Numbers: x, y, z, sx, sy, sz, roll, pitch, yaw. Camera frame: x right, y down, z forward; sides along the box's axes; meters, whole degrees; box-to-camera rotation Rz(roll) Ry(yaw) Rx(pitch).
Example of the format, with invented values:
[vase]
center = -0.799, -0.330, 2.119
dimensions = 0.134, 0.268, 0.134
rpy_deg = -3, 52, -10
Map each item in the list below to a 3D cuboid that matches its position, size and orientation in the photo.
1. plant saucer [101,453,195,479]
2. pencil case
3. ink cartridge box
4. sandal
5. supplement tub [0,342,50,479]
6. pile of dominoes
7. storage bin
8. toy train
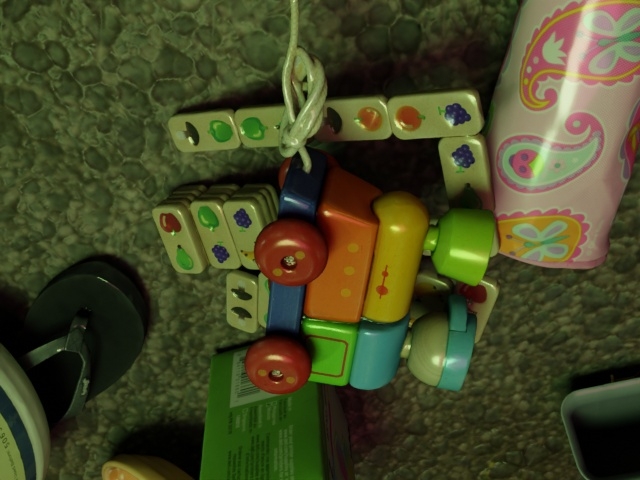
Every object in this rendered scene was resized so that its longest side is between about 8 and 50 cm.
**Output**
[plant saucer]
center = -0.119, 0.268, 0.717
dimensions = 0.200, 0.037, 0.200
rpy_deg = 31, 141, 29
[pencil case]
center = 0.169, -0.119, 0.514
dimensions = 0.124, 0.124, 0.284
rpy_deg = 8, 120, -6
[ink cartridge box]
center = -0.011, 0.234, 0.669
dimensions = 0.097, 0.189, 0.255
rpy_deg = -16, 120, 6
[sandal]
center = -0.233, 0.122, 0.676
dimensions = 0.097, 0.054, 0.254
rpy_deg = 35, 113, -19
[supplement tub]
center = -0.369, 0.203, 0.538
dimensions = 0.235, 0.325, 0.235
rpy_deg = 8, 118, 15
[pile of dominoes]
center = 0.000, 0.000, 0.559
dimensions = 0.251, 0.040, 0.196
rpy_deg = 0, 121, 29
[storage bin]
center = 0.283, 0.172, 0.702
dimensions = 0.135, 0.098, 0.091
rpy_deg = -13, 147, 5
[toy train]
center = 0.039, -0.011, 0.474
dimensions = 0.143, 0.105, 0.248
rpy_deg = 9, 125, 2
